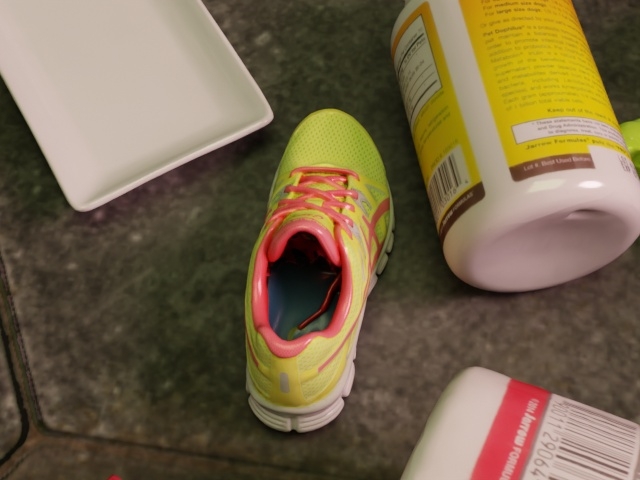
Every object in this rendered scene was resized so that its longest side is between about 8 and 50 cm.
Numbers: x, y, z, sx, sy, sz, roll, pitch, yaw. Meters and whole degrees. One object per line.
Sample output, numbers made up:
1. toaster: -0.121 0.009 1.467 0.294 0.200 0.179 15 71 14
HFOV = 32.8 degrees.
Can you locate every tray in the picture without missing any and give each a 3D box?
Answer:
1. tray: -0.155 -0.142 0.756 0.145 0.030 0.270 -27 62 -12

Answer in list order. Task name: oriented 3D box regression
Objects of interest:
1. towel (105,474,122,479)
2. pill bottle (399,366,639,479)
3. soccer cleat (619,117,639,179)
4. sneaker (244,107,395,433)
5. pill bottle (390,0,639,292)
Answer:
1. towel: -0.109 0.255 0.473 0.199 0.031 0.275 39 52 10
2. pill bottle: 0.179 0.188 0.467 0.318 0.176 0.176 20 64 14
3. soccer cleat: 0.249 -0.017 0.649 0.072 0.060 0.179 -31 62 -28
4. sneaker: 0.000 0.000 0.631 0.081 0.094 0.208 2 59 6
5. pill bottle: 0.110 -0.085 0.659 0.117 0.117 0.215 -10 61 -2
